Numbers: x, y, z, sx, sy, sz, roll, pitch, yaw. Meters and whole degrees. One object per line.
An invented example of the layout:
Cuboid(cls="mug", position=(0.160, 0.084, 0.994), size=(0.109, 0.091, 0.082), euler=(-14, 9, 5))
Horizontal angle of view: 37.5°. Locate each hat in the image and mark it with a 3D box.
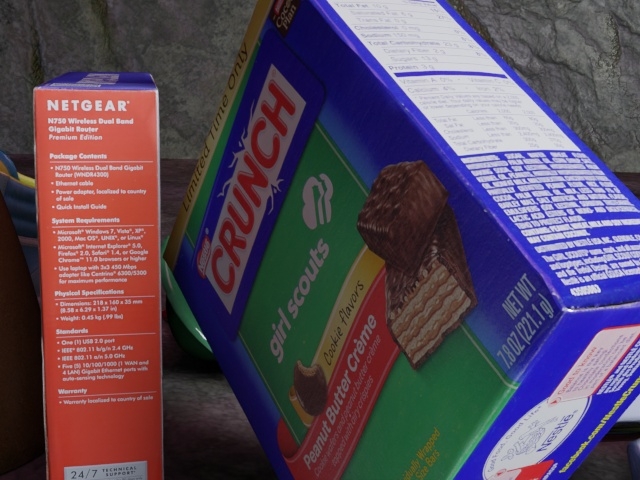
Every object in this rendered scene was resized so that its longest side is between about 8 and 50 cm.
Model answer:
Cuboid(cls="hat", position=(-0.146, 0.105, 1.001), size=(0.183, 0.173, 0.208), euler=(-39, -18, 25))

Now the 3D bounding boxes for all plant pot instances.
Cuboid(cls="plant pot", position=(-0.335, 0.041, 0.763), size=(0.237, 0.254, 0.237), euler=(1, 13, 0))

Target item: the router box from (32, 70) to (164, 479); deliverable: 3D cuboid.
Cuboid(cls="router box", position=(-0.178, 0.014, 0.792), size=(0.082, 0.301, 0.335), euler=(-1, 11, -11))

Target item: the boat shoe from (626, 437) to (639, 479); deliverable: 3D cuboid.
Cuboid(cls="boat shoe", position=(0.253, 0.165, 0.468), size=(0.119, 0.121, 0.335), euler=(-21, 13, 6))

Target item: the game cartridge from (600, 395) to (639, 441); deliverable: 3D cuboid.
Cuboid(cls="game cartridge", position=(0.223, 0.113, 0.679), size=(0.294, 0.060, 0.196), euler=(-8, -21, 21))

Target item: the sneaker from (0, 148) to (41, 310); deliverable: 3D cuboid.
Cuboid(cls="sneaker", position=(-0.433, -0.003, 1.074), size=(0.319, 0.208, 0.127), euler=(-4, 14, -23))

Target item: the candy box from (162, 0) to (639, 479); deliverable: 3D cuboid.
Cuboid(cls="candy box", position=(0.037, 0.016, 0.592), size=(0.122, 0.268, 0.317), euler=(-2, 43, -33))
